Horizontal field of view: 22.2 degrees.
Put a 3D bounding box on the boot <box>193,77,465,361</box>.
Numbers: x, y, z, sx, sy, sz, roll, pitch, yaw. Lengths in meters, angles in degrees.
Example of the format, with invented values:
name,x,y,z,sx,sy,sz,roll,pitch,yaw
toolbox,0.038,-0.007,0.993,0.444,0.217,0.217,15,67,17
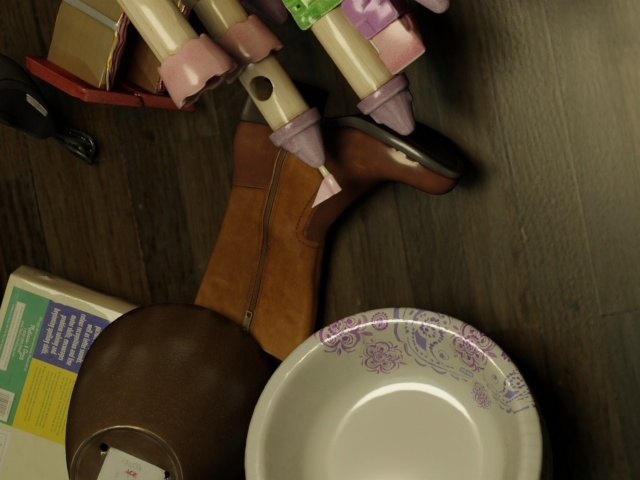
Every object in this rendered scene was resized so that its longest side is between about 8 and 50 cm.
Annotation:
name,x,y,z,sx,sy,sz,roll,pitch,yaw
boot,0.000,0.000,1.640,0.264,0.096,0.280,20,105,23

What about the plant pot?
name,x,y,z,sx,sy,sz,roll,pitch,yaw
plant pot,-0.163,0.194,1.601,0.215,0.230,0.215,2,104,7

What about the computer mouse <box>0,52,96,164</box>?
name,x,y,z,sx,sy,sz,roll,pitch,yaw
computer mouse,-0.345,-0.171,1.716,0.184,0.262,0.060,34,93,25

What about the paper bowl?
name,x,y,z,sx,sy,sz,roll,pitch,yaw
paper bowl,0.080,0.218,1.560,0.284,0.148,0.284,-5,67,12

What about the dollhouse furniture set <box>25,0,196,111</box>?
name,x,y,z,sx,sy,sz,roll,pitch,yaw
dollhouse furniture set,-0.277,-0.298,1.735,0.374,0.152,0.201,31,110,37

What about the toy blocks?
name,x,y,z,sx,sy,sz,roll,pitch,yaw
toy blocks,0.030,-0.215,1.503,0.289,0.309,0.260,-36,91,25

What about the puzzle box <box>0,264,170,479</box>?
name,x,y,z,sx,sy,sz,roll,pitch,yaw
puzzle box,-0.256,0.256,1.773,0.272,0.052,0.408,20,105,3
